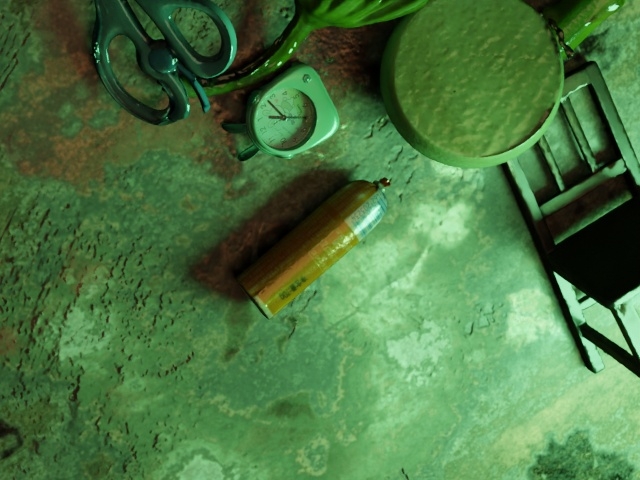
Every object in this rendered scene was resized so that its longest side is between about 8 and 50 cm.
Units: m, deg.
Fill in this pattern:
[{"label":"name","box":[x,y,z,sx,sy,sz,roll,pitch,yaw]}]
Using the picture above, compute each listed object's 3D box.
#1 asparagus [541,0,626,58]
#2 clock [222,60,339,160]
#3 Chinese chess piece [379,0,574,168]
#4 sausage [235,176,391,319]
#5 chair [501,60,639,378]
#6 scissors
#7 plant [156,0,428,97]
[{"label":"asparagus","box":[0.292,-0.251,1.843,0.278,0.060,0.067,-47,113,-2]},{"label":"clock","box":[-0.051,-0.152,1.754,0.135,0.041,0.101,-31,114,-9]},{"label":"Chinese chess piece","box":[0.191,-0.203,1.764,0.237,0.092,0.238,0,89,-2]},{"label":"sausage","box":[0.000,0.000,1.801,0.234,0.071,0.071,-40,115,-5]},{"label":"chair","box":[0.411,0.001,1.862,0.203,0.240,0.416,-30,114,-8]},{"label":"scissors","box":[-0.245,-0.305,1.612,0.180,0.032,0.393,-30,106,25]},{"label":"plant","box":[-0.018,-0.300,1.712,0.251,0.180,0.333,19,137,-40]}]
